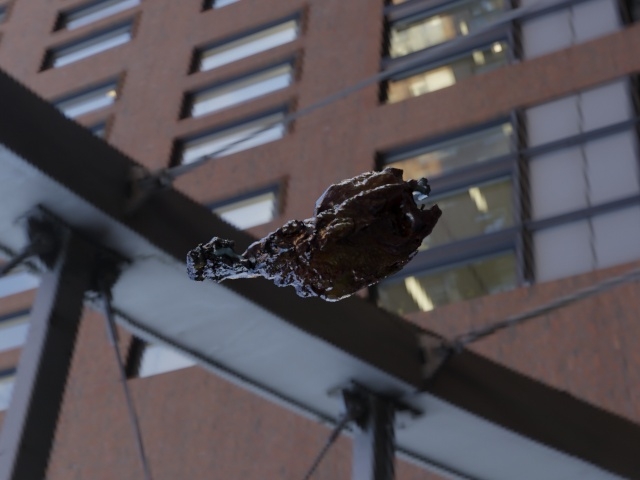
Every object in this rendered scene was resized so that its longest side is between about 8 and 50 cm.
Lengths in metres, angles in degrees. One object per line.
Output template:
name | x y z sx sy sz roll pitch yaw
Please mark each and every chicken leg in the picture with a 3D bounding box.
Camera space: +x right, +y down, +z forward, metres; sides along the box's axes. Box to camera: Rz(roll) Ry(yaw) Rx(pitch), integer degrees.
chicken leg | 0.002 0.001 0.360 0.036 0.083 0.021 50 150 29
